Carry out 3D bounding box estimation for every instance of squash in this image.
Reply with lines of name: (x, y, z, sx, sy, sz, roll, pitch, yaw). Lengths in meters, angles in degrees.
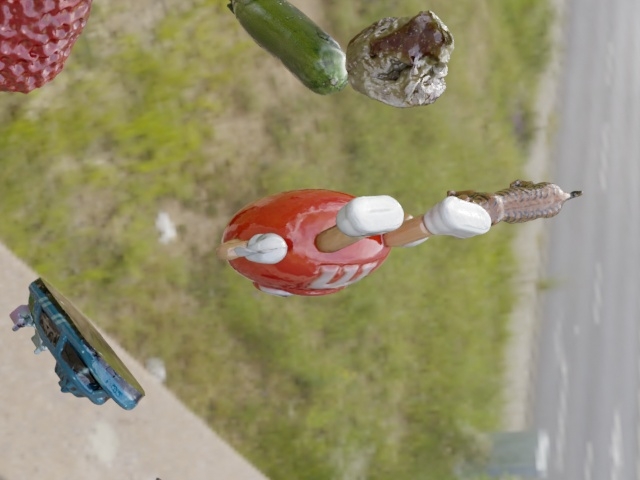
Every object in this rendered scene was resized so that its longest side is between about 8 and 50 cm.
squash: (-0.052, -0.305, 1.982, 0.087, 0.331, 0.087, -21, 132, -25)

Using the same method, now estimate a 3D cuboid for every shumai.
shumai: (0.094, -0.223, 1.562, 0.139, 0.123, 0.105, -83, -174, -66)

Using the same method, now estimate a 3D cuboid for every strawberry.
strawberry: (-0.364, -0.292, 1.625, 0.205, 0.244, 0.205, 26, 51, -36)

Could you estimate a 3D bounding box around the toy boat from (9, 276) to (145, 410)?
toy boat: (-0.351, 0.166, 1.898, 0.092, 0.299, 0.134, -42, 126, -6)

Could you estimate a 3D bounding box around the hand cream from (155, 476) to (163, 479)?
hand cream: (-0.097, 0.423, 1.590, 0.076, 0.121, 0.336, -38, 109, -25)

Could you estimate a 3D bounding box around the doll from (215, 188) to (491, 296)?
doll: (0.000, 0.000, 1.025, 0.183, 0.217, 0.085, -3, 87, -46)

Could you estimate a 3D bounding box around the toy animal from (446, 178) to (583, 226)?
toy animal: (0.243, -0.043, 1.712, 0.241, 0.099, 0.056, -8, 99, -22)
